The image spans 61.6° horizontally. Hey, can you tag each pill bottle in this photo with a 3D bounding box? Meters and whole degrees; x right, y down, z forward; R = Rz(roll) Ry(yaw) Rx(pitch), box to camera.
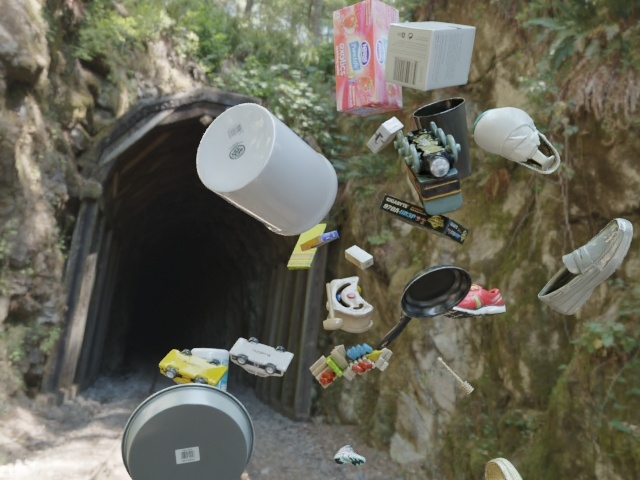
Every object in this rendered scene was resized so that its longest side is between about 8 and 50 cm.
[{"bbox_3d":[-0.424,0.541,2.007,0.146,0.264,0.146,3,-15,1],"label":"pill bottle"}]

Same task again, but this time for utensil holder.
[{"bbox_3d":[-0.173,-0.225,1.789,0.327,0.328,0.385,-2,-18,29],"label":"utensil holder"}]

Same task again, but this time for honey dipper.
[{"bbox_3d":[0.482,0.481,1.928,0.161,0.030,0.030,47,-6,11],"label":"honey dipper"}]

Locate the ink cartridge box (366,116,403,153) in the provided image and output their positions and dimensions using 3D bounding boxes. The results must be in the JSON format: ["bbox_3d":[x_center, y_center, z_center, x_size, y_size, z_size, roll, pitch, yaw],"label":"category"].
[{"bbox_3d":[0.265,-0.433,2.209,0.099,0.056,0.135,-36,-9,-38],"label":"ink cartridge box"}]

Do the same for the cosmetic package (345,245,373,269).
[{"bbox_3d":[0.161,0.071,2.245,0.060,0.041,0.115,-27,40,-26],"label":"cosmetic package"}]

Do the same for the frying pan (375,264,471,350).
[{"bbox_3d":[0.283,0.180,1.453,0.197,0.053,0.326,3,-48,-21],"label":"frying pan"}]

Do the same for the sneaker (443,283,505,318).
[{"bbox_3d":[0.547,0.220,1.958,0.278,0.119,0.107,1,-17,-27],"label":"sneaker"}]

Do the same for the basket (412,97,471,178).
[{"bbox_3d":[0.395,-0.312,1.698,0.154,0.227,0.204,-1,26,36],"label":"basket"}]

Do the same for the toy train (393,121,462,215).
[{"bbox_3d":[0.293,-0.201,1.458,0.142,0.190,0.334,-14,23,3],"label":"toy train"}]

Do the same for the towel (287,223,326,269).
[{"bbox_3d":[-0.052,0.024,2.172,0.102,0.237,0.021,-1,-44,26],"label":"towel"}]

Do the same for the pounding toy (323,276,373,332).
[{"bbox_3d":[0.098,0.198,1.768,0.154,0.155,0.270,2,31,6],"label":"pounding toy"}]

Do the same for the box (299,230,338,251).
[{"bbox_3d":[0.000,0.000,1.849,0.081,0.028,0.136,-14,-10,-42],"label":"box"}]

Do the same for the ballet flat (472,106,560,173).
[{"bbox_3d":[0.570,-0.267,1.497,0.139,0.139,0.400,-5,-9,41],"label":"ballet flat"}]

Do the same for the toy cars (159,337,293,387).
[{"bbox_3d":[-0.278,0.385,1.615,0.393,0.087,0.176,-6,31,-23],"label":"toy cars"}]

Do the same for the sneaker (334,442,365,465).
[{"bbox_3d":[0.094,0.632,1.598,0.098,0.038,0.069,-5,24,25],"label":"sneaker"}]

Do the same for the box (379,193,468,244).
[{"bbox_3d":[0.302,-0.060,1.567,0.220,0.051,0.175,25,3,33],"label":"box"}]

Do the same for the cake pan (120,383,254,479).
[{"bbox_3d":[-0.289,0.462,1.182,0.292,0.294,0.054,8,9,-13],"label":"cake pan"}]

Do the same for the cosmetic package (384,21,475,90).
[{"bbox_3d":[0.291,-0.497,1.437,0.183,0.152,0.151,-21,36,-37],"label":"cosmetic package"}]

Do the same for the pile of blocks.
[{"bbox_3d":[0.132,0.521,2.292,0.361,0.149,0.112,-18,2,-1],"label":"pile of blocks"}]

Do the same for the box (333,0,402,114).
[{"bbox_3d":[0.143,-0.537,1.605,0.154,0.300,0.142,0,3,40],"label":"box"}]

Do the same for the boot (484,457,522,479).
[{"bbox_3d":[0.261,0.462,0.870,0.164,0.213,0.077,10,-36,-17],"label":"boot"}]

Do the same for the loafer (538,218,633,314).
[{"bbox_3d":[0.719,0.069,1.465,0.111,0.320,0.112,23,30,-1],"label":"loafer"}]
